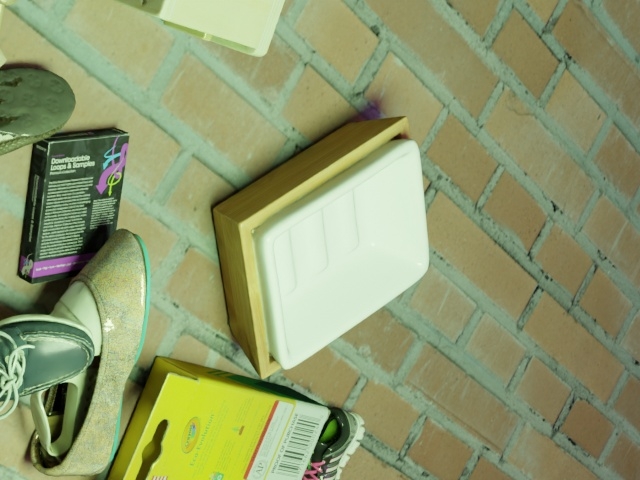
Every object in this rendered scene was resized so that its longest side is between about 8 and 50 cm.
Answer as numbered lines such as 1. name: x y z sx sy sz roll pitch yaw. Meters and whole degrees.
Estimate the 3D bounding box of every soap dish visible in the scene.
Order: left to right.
1. soap dish: 0.000 0.000 2.284 0.291 0.118 0.229 -34 132 -34

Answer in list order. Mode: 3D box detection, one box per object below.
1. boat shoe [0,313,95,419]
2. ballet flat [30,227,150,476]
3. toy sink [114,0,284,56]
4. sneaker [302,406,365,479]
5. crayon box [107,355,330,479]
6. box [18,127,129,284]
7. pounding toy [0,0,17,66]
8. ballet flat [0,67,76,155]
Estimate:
1. boat shoe: -0.347 0.132 1.918 0.255 0.079 0.095 -2 110 -25
2. ballet flat: -0.260 0.134 2.050 0.106 0.107 0.316 -8 122 -34
3. toy sink: -0.123 -0.279 1.970 0.234 0.153 0.131 10 101 -52
4. sneaker: -0.004 0.292 2.479 0.170 0.063 0.075 -60 142 -15
5. crayon box: -0.142 0.259 2.285 0.318 0.081 0.202 21 92 -52
6. box: -0.266 -0.039 2.028 0.116 0.029 0.162 -10 117 -48
7. pounding toy: -0.349 -0.188 1.777 0.206 0.094 0.181 -47 128 -22
8. ballet flat: -0.352 -0.105 1.874 0.250 0.084 0.058 -32 171 -38
